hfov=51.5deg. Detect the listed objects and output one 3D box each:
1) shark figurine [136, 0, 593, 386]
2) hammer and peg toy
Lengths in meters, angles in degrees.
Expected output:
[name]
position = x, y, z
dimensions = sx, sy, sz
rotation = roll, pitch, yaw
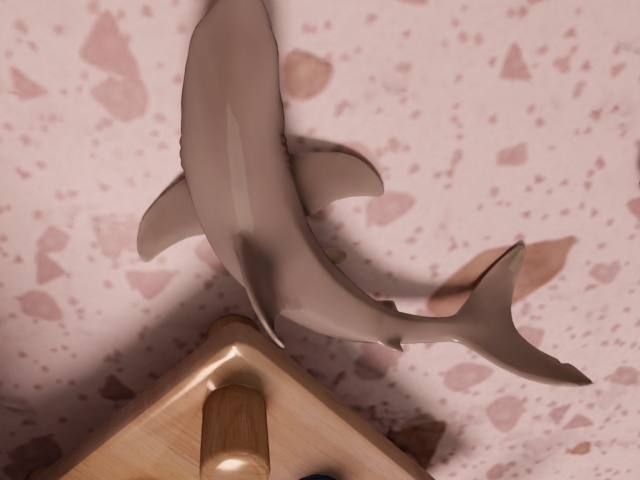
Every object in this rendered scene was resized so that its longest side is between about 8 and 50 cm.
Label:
[shark figurine]
position = 0.005, 0.025, 0.362
dimensions = 0.278, 0.116, 0.166
rotation = 40, 110, -23
[hammer and peg toy]
position = -0.020, 0.230, 0.467
dimensions = 0.266, 0.127, 0.361
rotation = -40, 116, 14
